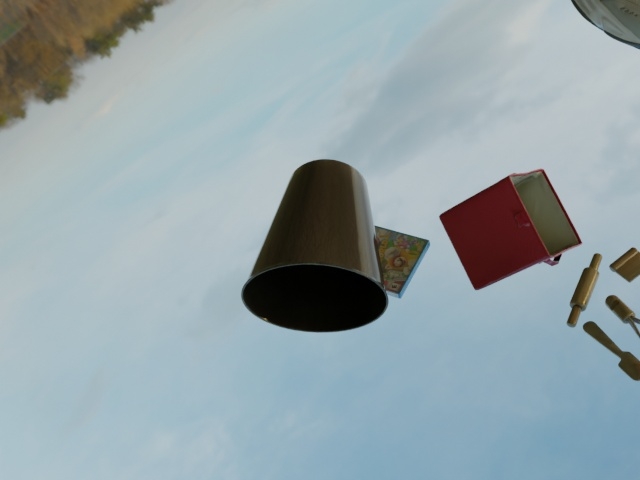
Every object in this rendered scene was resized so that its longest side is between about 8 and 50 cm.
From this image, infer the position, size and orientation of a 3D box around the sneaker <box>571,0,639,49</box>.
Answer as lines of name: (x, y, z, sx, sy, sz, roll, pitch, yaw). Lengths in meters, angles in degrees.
sneaker: (0.303, -0.299, 0.684, 0.121, 0.099, 0.262, -49, -134, 45)

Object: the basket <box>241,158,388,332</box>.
basket: (0.000, 0.000, 1.027, 0.204, 0.154, 0.227, -1, -133, 8)

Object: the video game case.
video game case: (0.083, 0.025, 1.156, 0.166, 0.015, 0.119, 16, -123, 28)

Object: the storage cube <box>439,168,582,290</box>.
storage cube: (0.412, -0.022, 1.507, 0.193, 0.215, 0.183, -31, 168, 40)

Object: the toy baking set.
toy baking set: (0.527, 0.112, 1.190, 0.197, 0.030, 0.256, 13, -122, 42)
